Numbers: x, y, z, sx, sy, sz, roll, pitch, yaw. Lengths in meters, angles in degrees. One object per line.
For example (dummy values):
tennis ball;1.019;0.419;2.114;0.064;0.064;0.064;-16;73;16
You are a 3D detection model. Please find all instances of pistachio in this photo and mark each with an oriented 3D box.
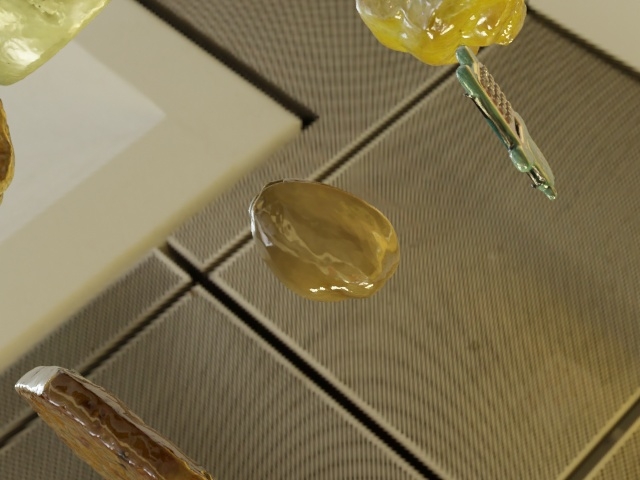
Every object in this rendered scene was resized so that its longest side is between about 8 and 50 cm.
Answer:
pistachio;0.000;0.000;1.040;0.149;0.113;0.113;38;-122;-16

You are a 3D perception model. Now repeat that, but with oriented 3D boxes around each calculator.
calculator;0.151;-0.093;0.895;0.019;0.141;0.094;-31;-159;20

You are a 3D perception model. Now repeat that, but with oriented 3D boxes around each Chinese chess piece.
Chinese chess piece;-0.232;-0.249;0.964;0.250;0.101;0.250;-36;-155;20

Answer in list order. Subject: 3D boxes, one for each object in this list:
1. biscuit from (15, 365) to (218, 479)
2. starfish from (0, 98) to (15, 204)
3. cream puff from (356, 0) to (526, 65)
biscuit;-0.129;0.231;1.003;0.359;0.359;0.046;32;-110;23
starfish;-0.206;-0.195;0.683;0.094;0.375;0.327;8;-147;-22
cream puff;0.202;-0.383;1.443;0.257;0.324;0.291;7;-159;-41
